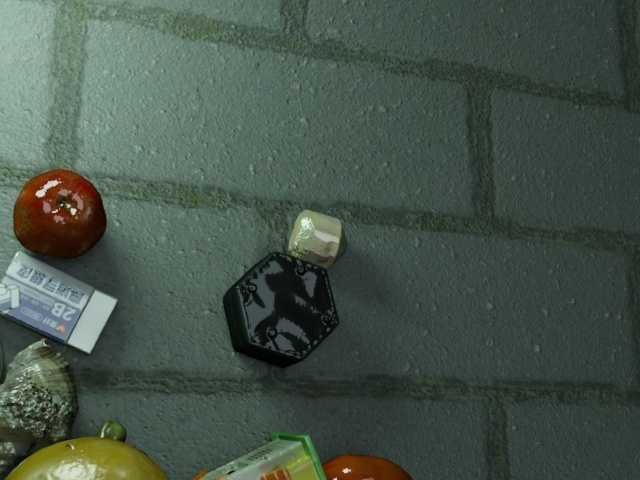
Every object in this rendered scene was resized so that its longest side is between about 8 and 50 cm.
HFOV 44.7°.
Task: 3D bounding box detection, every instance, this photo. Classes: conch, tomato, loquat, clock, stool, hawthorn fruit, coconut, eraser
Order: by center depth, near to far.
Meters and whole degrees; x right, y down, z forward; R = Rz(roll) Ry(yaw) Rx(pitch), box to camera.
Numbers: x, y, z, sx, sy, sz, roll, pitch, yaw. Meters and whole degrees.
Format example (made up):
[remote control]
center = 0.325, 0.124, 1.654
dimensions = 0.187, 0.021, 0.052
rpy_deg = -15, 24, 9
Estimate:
[loquat]
center = -0.388, 0.469, 1.319
dimensions = 0.328, 0.328, 0.360
rpy_deg = 19, 48, -15
[conch]
center = -0.520, 0.301, 1.411
dimensions = 0.162, 0.178, 0.246
rpy_deg = 2, 65, 20
[clock]
center = -0.145, 0.465, 1.460
dimensions = 0.255, 0.220, 0.106
rpy_deg = -22, 87, -23
[hawthorn fruit]
center = -0.496, -0.049, 1.480
dimensions = 0.189, 0.189, 0.189
rpy_deg = 5, 75, -19
[eraser]
center = -0.511, 0.122, 1.490
dimensions = 0.210, 0.068, 0.125
rpy_deg = 29, 68, -13
[tomato]
center = 0.076, 0.544, 1.538
dimensions = 0.259, 0.180, 0.260
rpy_deg = 3, 83, -29
[stool]
center = -0.082, 0.143, 1.604
dimensions = 0.232, 0.141, 0.232
rpy_deg = 5, 76, -20
[coconut]
center = 0.000, 0.000, 1.686
dimensions = 0.122, 0.116, 0.116
rpy_deg = 17, 72, -11

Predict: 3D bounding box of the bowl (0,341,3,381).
[bowl]
center = -0.702, 0.215, 1.357
dimensions = 0.276, 0.145, 0.277
rpy_deg = 4, 77, -18
